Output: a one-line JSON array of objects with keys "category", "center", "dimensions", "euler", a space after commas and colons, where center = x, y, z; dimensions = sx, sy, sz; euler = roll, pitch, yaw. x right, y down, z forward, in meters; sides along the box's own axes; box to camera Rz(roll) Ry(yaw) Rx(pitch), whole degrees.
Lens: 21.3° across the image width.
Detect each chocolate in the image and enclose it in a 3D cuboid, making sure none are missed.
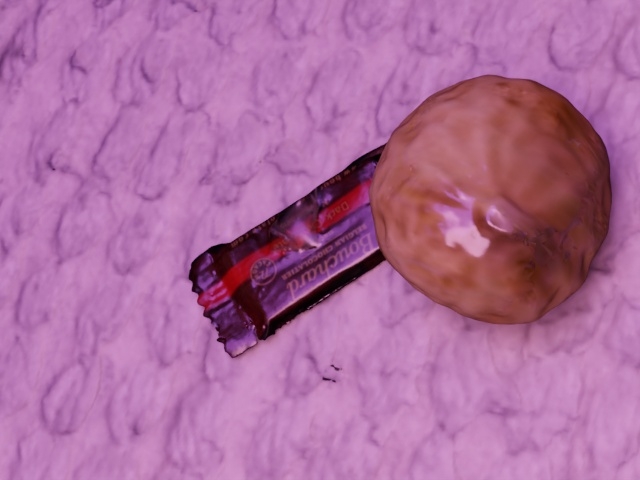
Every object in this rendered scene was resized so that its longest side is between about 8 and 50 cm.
[{"category": "chocolate", "center": [0.000, 0.000, 1.086], "dimensions": [0.182, 0.028, 0.086], "euler": [-28, 61, 5]}]

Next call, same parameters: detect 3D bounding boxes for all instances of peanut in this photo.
[{"category": "peanut", "center": [0.102, -0.026, 1.005], "dimensions": [0.140, 0.109, 0.159], "euler": [31, 55, 0]}]
